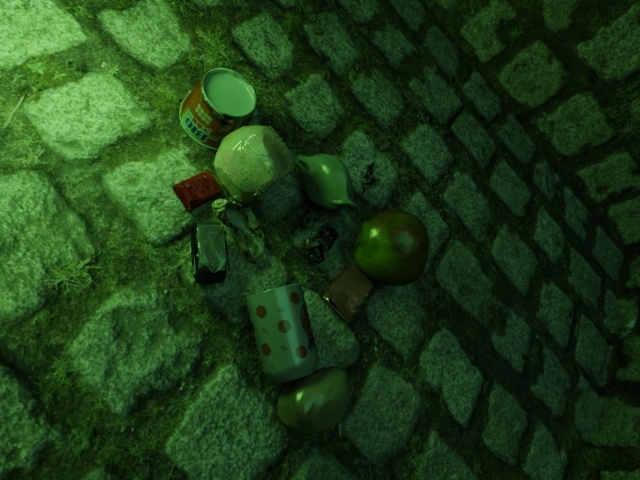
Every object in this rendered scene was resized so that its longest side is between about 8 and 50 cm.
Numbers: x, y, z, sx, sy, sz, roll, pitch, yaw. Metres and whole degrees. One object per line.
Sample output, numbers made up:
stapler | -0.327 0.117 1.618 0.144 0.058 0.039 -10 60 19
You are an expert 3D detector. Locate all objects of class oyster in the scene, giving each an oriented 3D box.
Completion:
oyster | -0.311 -0.035 1.661 0.166 0.093 0.295 -43 113 -57

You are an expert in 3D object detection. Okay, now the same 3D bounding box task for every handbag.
handbag | 0.123 0.223 1.856 0.157 0.059 0.212 46 56 -7

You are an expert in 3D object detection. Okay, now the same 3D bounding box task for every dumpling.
dumpling | 0.023 -0.251 1.895 0.211 0.270 0.321 -12 83 -13

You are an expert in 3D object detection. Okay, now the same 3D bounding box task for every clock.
clock | -0.468 -0.197 1.650 0.155 0.061 0.113 -36 92 -38

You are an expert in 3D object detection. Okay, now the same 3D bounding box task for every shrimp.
shrimp | -0.026 -0.112 1.894 0.065 0.057 0.165 32 54 22

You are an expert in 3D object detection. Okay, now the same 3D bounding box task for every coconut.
coconut | -0.268 -0.315 1.683 0.297 0.297 0.255 -47 110 -35

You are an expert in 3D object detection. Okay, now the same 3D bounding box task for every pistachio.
pistachio | -0.011 0.571 1.563 0.226 0.208 0.331 29 36 33

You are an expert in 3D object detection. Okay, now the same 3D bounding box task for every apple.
apple | 0.304 0.033 1.877 0.339 0.339 0.340 12 66 -28

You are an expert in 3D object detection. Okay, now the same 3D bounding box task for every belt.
belt | -0.395 0.041 1.552 0.126 0.139 0.231 2 65 -30

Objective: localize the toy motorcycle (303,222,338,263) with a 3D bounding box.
toy motorcycle | 0.000 0.000 1.852 0.118 0.084 0.213 42 48 -10

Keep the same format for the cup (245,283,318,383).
cup | -0.135 0.339 1.561 0.212 0.212 0.318 -8 78 -34

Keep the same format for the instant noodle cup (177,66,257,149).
instant noodle cup | -0.401 -0.536 1.726 0.296 0.214 0.297 11 67 -28

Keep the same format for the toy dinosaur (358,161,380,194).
toy dinosaur | 0.250 -0.310 2.158 0.108 0.032 0.220 31 60 -22
